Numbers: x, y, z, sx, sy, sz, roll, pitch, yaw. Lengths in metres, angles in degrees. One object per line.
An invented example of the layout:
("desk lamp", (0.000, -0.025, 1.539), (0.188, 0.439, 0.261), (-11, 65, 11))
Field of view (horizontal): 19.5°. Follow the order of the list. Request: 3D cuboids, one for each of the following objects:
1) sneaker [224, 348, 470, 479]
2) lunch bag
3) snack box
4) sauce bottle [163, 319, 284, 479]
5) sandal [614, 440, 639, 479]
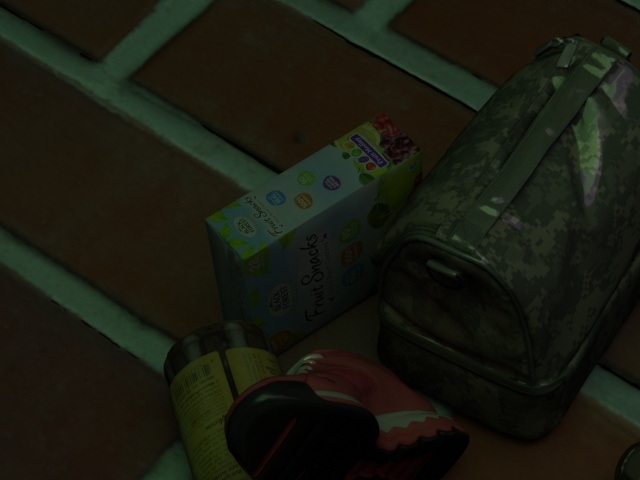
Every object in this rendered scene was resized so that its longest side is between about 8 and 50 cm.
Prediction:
("sneaker", (-0.002, 0.153, 1.617), (0.116, 0.314, 0.136), (-51, 58, 13))
("lunch bag", (0.192, -0.014, 1.724), (0.213, 0.256, 0.305), (28, 60, 20))
("snack box", (0.000, 0.000, 1.770), (0.207, 0.174, 0.070), (-31, 56, -17))
("sauce bottle", (-0.051, 0.236, 1.647), (0.111, 0.111, 0.344), (-13, 56, -7))
("sandal", (0.351, 0.265, 1.649), (0.219, 0.060, 0.090), (33, 67, 6))
